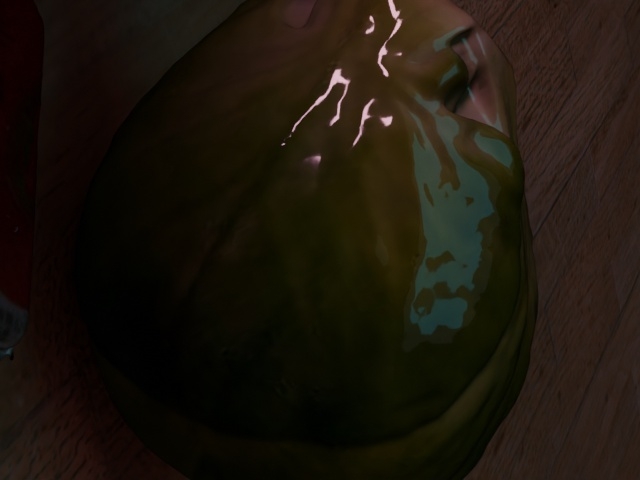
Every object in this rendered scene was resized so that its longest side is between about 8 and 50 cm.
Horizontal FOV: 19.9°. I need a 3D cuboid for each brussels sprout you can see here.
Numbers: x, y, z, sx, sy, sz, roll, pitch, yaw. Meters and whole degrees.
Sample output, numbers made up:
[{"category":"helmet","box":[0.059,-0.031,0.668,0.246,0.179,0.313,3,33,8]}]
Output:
[{"category":"brussels sprout","box":[0.000,0.000,0.876,0.210,0.219,0.271,-8,119,-69]}]

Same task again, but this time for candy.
[{"category":"candy","box":[-0.153,-0.037,0.743,0.086,0.059,0.292,39,49,-58]}]
